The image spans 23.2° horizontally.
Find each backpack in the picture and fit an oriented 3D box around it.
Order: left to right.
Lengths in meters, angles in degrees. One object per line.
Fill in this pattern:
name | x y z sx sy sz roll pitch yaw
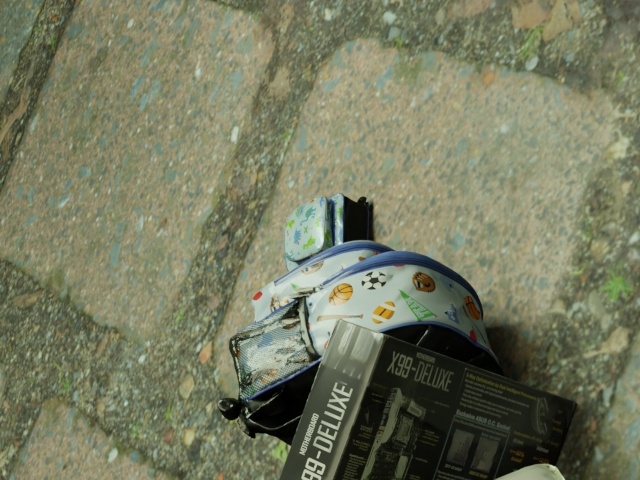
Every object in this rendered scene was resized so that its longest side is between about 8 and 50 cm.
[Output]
backpack | 0.000 0.000 1.998 0.114 0.084 0.105 -31 49 43
backpack | 0.060 0.128 1.742 0.263 0.276 0.213 -25 55 26

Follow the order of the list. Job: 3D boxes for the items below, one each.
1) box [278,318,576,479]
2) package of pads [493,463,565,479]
box | 0.103 0.234 1.570 0.076 0.307 0.242 17 87 49
package of pads | 0.116 0.352 1.457 0.297 0.229 0.101 -20 37 -8
